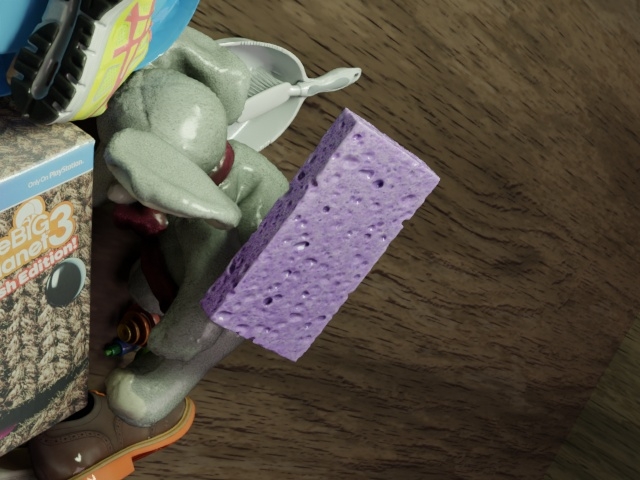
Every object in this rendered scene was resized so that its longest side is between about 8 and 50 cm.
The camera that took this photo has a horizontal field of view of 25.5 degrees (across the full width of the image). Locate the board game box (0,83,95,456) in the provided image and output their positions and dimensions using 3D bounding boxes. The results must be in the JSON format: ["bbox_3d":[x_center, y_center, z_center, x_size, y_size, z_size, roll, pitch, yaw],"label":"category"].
[{"bbox_3d":[-0.319,0.046,1.166,0.232,0.141,0.291,-31,141,-40],"label":"board game box"}]

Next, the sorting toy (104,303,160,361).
[{"bbox_3d":[-0.197,0.117,1.501,0.042,0.061,0.102,-22,111,-46],"label":"sorting toy"}]

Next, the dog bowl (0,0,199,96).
[{"bbox_3d":[-0.217,-0.216,1.147,0.297,0.074,0.166,-19,132,-48],"label":"dog bowl"}]

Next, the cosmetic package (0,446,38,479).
[{"bbox_3d":[-0.318,0.249,1.458,0.115,0.041,0.060,4,113,-58],"label":"cosmetic package"}]

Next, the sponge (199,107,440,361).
[{"bbox_3d":[0.000,0.000,1.204,0.117,0.031,0.210,29,103,-44],"label":"sponge"}]

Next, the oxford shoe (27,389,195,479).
[{"bbox_3d":[-0.217,0.194,1.509,0.097,0.098,0.271,-28,-179,21],"label":"oxford shoe"}]

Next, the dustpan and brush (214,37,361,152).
[{"bbox_3d":[-0.044,-0.156,1.477,0.211,0.060,0.147,-28,139,-41],"label":"dustpan and brush"}]

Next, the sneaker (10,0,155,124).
[{"bbox_3d":[-0.164,-0.184,1.116,0.208,0.081,0.094,-57,159,10],"label":"sneaker"}]

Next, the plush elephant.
[{"bbox_3d":[-0.134,-0.040,1.291,0.330,0.255,0.272,-35,-156,23],"label":"plush elephant"}]
